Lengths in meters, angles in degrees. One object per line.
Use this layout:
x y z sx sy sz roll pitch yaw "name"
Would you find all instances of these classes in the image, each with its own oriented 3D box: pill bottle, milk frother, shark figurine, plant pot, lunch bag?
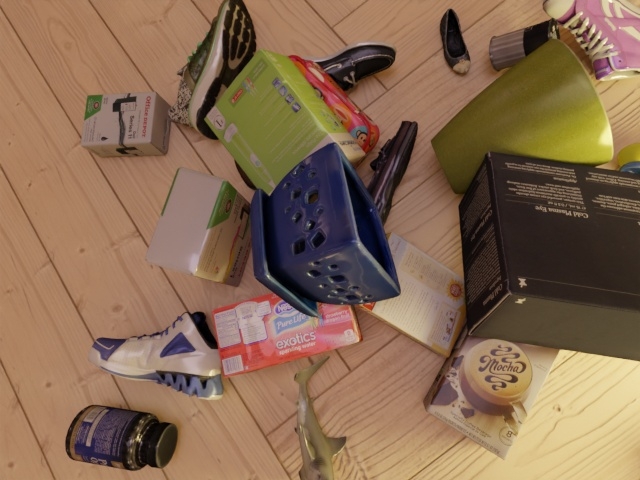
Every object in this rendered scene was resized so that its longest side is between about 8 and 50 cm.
-0.449 0.454 0.987 0.218 0.123 0.123 4 79 11 "pill bottle"
0.495 -0.431 1.024 0.134 0.129 0.143 3 110 45 "milk frother"
0.002 0.414 0.947 0.116 0.166 0.279 -2 58 -16 "shark figurine"
0.000 0.000 0.817 0.211 0.236 0.236 -23 53 16 "plant pot"
-0.034 -0.259 1.035 0.293 0.120 0.258 46 116 7 "lunch bag"
0.403 -0.223 0.928 0.293 0.274 0.275 -26 75 21 "plant pot"

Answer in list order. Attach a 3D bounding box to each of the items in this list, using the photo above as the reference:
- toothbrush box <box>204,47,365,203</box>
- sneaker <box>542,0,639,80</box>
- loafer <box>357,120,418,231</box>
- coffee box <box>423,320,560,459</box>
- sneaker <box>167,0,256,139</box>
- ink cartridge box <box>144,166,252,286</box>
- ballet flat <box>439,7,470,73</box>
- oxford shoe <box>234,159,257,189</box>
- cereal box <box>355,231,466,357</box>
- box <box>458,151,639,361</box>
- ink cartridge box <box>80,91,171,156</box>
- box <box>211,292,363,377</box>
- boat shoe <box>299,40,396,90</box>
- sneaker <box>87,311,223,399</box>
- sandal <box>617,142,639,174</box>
-0.079 -0.224 0.927 0.206 0.122 0.283 -41 83 28 "toothbrush box"
0.628 -0.460 0.976 0.281 0.102 0.161 19 88 -2 "sneaker"
0.141 -0.152 1.021 0.095 0.109 0.303 20 85 17 "loafer"
0.358 0.256 0.887 0.168 0.119 0.297 28 84 15 "coffee box"
-0.307 -0.477 1.149 0.181 0.158 0.411 12 78 21 "sneaker"
-0.245 -0.015 0.969 0.116 0.278 0.202 16 81 10 "ink cartridge box"
0.336 -0.499 1.084 0.057 0.049 0.173 -15 76 8 "ballet flat"
-0.198 -0.240 1.099 0.082 0.096 0.228 -19 82 6 "oxford shoe"
0.203 0.116 0.919 0.240 0.047 0.173 32 74 -11 "cereal box"
0.458 0.027 0.804 0.342 0.179 0.313 9 55 0 "box"
-0.528 -0.316 1.178 0.208 0.087 0.153 -1 79 9 "ink cartridge box"
-0.070 0.191 0.964 0.299 0.142 0.154 -17 76 6 "box"
0.045 -0.420 1.093 0.302 0.114 0.092 -7 76 21 "boat shoe"
-0.357 0.247 1.023 0.314 0.127 0.183 13 77 5 "sneaker"
0.776 -0.090 0.893 0.317 0.126 0.138 21 86 22 "sandal"
